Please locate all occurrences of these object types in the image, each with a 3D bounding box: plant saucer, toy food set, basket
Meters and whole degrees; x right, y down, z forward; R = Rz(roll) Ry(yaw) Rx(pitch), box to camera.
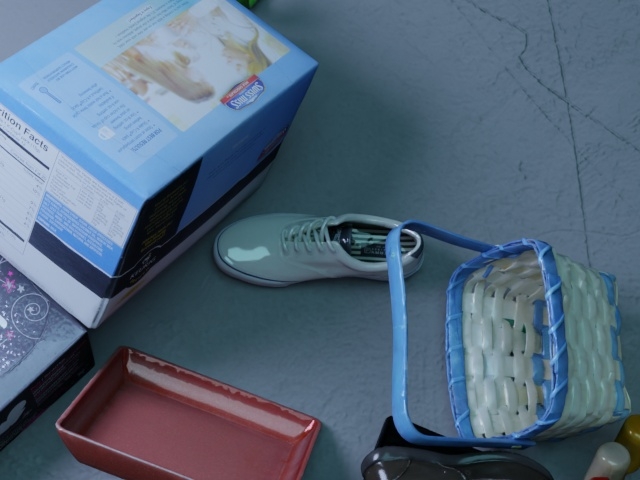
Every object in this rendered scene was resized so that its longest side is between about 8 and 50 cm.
[{"bbox_3d":[-0.143,0.221,1.702,0.259,0.258,0.048,21,108,2],"label":"plant saucer"},{"bbox_3d":[0.345,0.316,1.710,0.111,0.105,0.232,-2,46,-15],"label":"toy food set"},{"bbox_3d":[0.201,0.122,1.747,0.289,0.201,0.255,16,64,-33],"label":"basket"}]

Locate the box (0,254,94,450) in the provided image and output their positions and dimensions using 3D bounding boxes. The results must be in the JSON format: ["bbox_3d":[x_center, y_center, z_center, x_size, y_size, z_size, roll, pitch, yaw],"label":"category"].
[{"bbox_3d":[-0.399,0.148,1.731,0.163,0.142,0.247,43,71,11],"label":"box"}]

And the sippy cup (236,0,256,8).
[{"bbox_3d":[-0.082,-0.465,1.950,0.240,0.224,0.306,-23,72,-14],"label":"sippy cup"}]

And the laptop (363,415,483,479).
[{"bbox_3d":[0.171,0.472,1.727,0.381,0.236,0.408,22,40,3],"label":"laptop"}]

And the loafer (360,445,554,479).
[{"bbox_3d":[0.152,0.282,1.700,0.220,0.080,0.078,5,52,-9],"label":"loafer"}]

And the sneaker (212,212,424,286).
[{"bbox_3d":[0.000,0.000,1.850,0.258,0.091,0.094,-2,69,-6],"label":"sneaker"}]

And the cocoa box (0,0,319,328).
[{"bbox_3d":[-0.208,-0.119,1.739,0.231,0.228,0.347,37,45,9],"label":"cocoa box"}]
